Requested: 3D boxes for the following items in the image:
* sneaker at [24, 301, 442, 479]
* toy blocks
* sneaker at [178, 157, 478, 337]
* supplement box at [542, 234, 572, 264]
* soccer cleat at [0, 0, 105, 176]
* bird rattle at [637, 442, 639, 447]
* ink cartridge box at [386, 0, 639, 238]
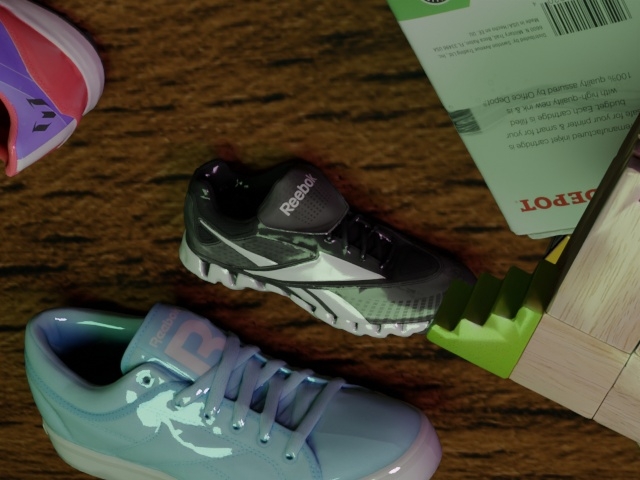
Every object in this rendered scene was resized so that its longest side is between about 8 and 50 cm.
[{"bbox_3d":[-0.087,0.126,1.415,0.366,0.135,0.150,4,135,26],"label":"sneaker"},{"bbox_3d":[0.280,0.015,0.882,0.381,0.191,0.261,26,125,4],"label":"toy blocks"},{"bbox_3d":[0.000,0.000,1.283,0.234,0.078,0.106,16,139,20],"label":"sneaker"},{"bbox_3d":[0.196,0.012,1.199,0.083,0.055,0.043,34,140,-2],"label":"supplement box"},{"bbox_3d":[-0.315,-0.151,1.290,0.318,0.116,0.109,26,138,6],"label":"soccer cleat"},{"bbox_3d":[0.273,0.132,1.212,0.207,0.143,0.253,18,148,52],"label":"bird rattle"},{"bbox_3d":[0.150,-0.119,1.067,0.160,0.092,0.219,-8,126,36],"label":"ink cartridge box"}]
